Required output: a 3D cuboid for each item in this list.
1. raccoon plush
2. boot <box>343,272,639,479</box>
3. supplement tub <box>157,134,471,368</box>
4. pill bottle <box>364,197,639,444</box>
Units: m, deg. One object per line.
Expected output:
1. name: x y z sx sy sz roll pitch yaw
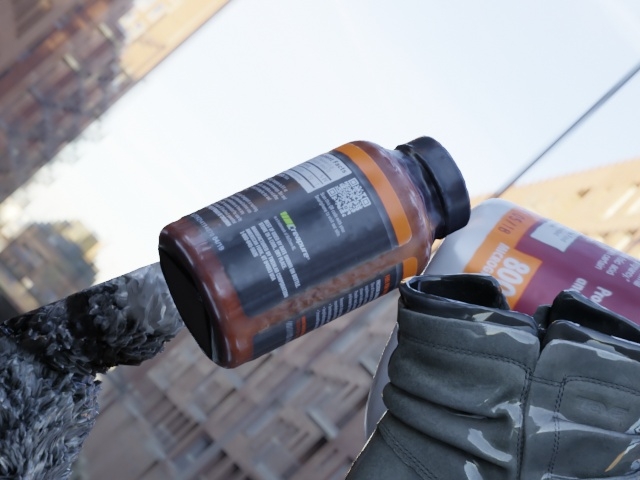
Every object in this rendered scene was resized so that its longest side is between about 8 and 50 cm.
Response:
1. raccoon plush: -0.253 0.220 1.304 0.446 0.216 0.299 -21 -90 43
2. boot: 0.128 0.117 0.646 0.246 0.161 0.083 21 12 -7
3. supplement tub: 0.000 0.000 0.978 0.106 0.198 0.106 54 -21 32
4. pill bottle: 0.249 0.144 1.059 0.392 0.224 0.224 25 -16 18
